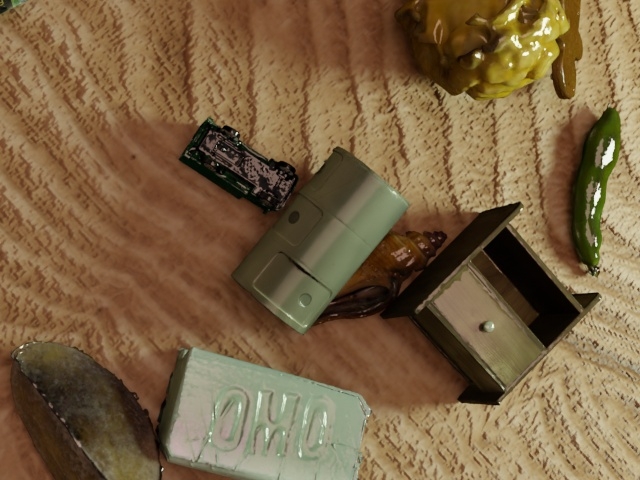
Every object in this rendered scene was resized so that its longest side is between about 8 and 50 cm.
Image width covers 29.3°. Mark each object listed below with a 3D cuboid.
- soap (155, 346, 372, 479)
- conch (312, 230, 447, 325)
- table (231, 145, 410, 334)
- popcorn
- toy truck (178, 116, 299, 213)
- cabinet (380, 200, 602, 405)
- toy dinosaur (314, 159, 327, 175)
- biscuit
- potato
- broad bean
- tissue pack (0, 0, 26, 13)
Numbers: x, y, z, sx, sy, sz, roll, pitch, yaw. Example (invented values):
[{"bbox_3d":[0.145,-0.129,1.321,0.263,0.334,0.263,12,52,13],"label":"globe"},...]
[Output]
[{"bbox_3d":[-0.074,0.242,1.588,0.261,0.094,0.150,17,81,-13],"label":"soap"},{"bbox_3d":[0.068,0.054,1.660,0.233,0.080,0.086,-45,79,8],"label":"conch"},{"bbox_3d":[0.000,0.000,1.594,0.126,0.126,0.220,39,89,-9],"label":"table"},{"bbox_3d":[0.214,-0.308,1.662,0.190,0.250,0.250,20,79,-39],"label":"popcorn"},{"bbox_3d":[-0.106,-0.095,1.619,0.147,0.079,0.065,33,76,-10],"label":"toy truck"},{"bbox_3d":[0.230,0.088,1.659,0.215,0.148,0.175,-43,97,-14],"label":"cabinet"},{"bbox_3d":[0.009,-0.066,1.672,0.047,0.030,0.083,19,85,-15],"label":"toy dinosaur"},{"bbox_3d":[0.346,-0.302,1.752,0.031,0.138,0.205,-2,81,27],"label":"biscuit"},{"bbox_3d":[-0.291,0.245,1.545,0.261,0.100,0.120,52,40,9],"label":"potato"},{"bbox_3d":[0.396,-0.077,1.774,0.065,0.046,0.255,12,83,-21],"label":"broad bean"},{"bbox_3d":[-0.432,-0.316,1.554,0.111,0.079,0.085,-32,58,-17],"label":"tissue pack"}]
